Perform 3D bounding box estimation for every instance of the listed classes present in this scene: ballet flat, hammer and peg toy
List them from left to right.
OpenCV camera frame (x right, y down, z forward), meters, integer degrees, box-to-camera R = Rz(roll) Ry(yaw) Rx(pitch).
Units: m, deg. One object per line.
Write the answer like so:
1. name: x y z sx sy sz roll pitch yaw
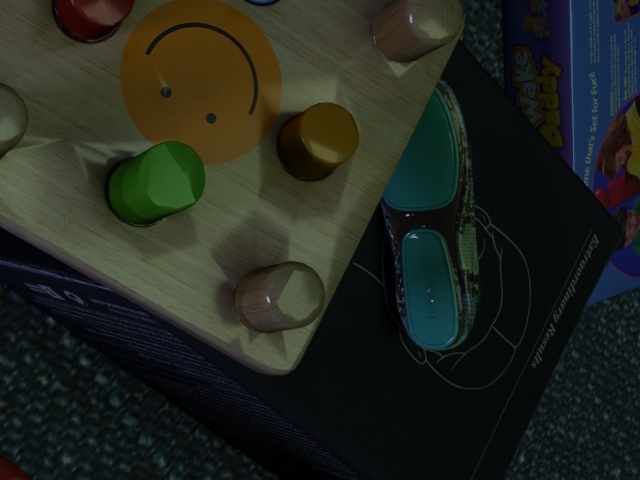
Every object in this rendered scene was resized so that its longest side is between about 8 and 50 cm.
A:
1. hammer and peg toy: -0.110 -0.122 0.830 0.361 0.127 0.266 32 73 -16
2. ballet flat: 0.075 -0.022 1.007 0.070 0.070 0.188 -15 110 -41

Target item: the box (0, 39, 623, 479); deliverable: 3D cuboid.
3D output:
1. box: 0.000 0.000 1.119 0.395 0.212 0.293 42 68 -39

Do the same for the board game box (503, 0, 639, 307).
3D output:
1. board game box: 0.283 -0.128 1.455 0.233 0.078 0.347 -15 108 -41

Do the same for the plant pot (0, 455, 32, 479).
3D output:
1. plant pot: -0.266 0.196 0.933 0.191 0.174 0.191 -11 106 -44
